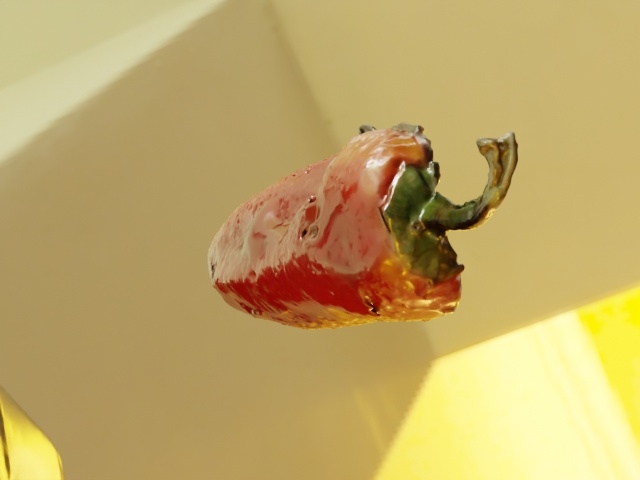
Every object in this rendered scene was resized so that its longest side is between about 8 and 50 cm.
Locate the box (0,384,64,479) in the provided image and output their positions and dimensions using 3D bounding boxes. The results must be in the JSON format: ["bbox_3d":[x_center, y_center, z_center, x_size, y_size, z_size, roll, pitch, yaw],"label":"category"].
[{"bbox_3d":[-0.229,0.232,0.836,0.204,0.251,0.345,76,-178,-67],"label":"box"}]

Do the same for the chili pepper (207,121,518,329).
[{"bbox_3d":[0.000,0.000,0.613,0.059,0.050,0.268,69,160,-3],"label":"chili pepper"}]
